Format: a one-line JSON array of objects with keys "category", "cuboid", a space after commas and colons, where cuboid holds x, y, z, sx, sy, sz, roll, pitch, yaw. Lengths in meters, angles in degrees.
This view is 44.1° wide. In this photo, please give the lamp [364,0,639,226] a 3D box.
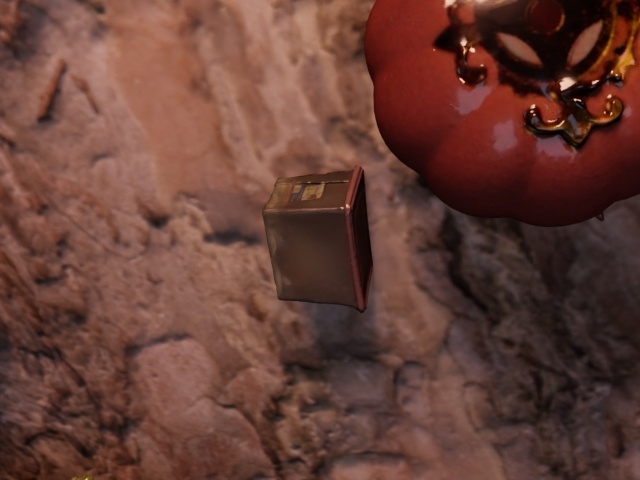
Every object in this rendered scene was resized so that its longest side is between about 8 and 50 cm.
[{"category": "lamp", "cuboid": [0.113, -0.096, 0.422, 0.181, 0.140, 0.182, 0, 89, 6]}]

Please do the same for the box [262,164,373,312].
[{"category": "box", "cuboid": [0.000, 0.000, 0.532, 0.063, 0.060, 0.085, -3, 122, 11]}]

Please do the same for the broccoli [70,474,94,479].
[{"category": "broccoli", "cuboid": [-0.230, 0.326, 0.641, 0.288, 0.259, 0.235, 37, 144, 32]}]
